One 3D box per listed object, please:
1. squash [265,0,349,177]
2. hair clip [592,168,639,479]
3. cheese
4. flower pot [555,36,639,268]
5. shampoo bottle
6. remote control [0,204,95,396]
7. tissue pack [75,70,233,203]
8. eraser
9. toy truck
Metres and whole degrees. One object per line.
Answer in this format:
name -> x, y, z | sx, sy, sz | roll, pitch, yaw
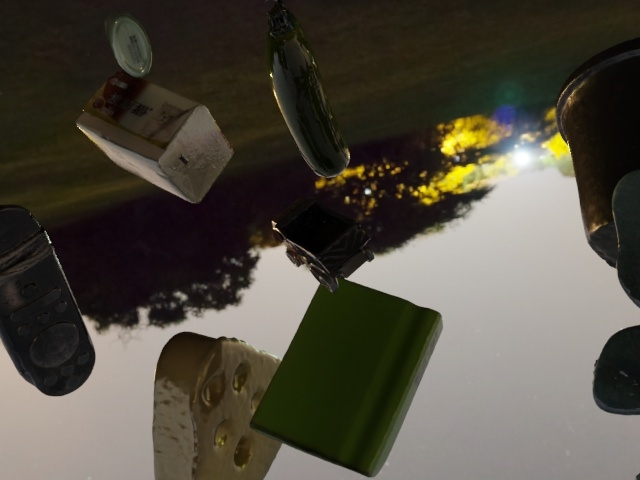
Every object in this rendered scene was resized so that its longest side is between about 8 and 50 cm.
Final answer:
squash -> -0.029, -0.233, 1.065 | 0.087, 0.331, 0.087 | -13, -142, 11
hair clip -> 0.468, 0.127, 0.710 | 0.392, 0.318, 0.238 | 23, -164, 16
cheese -> -0.174, 0.296, 1.144 | 0.104, 0.383, 0.384 | 8, -165, 25
flower pot -> 0.510, -0.092, 0.981 | 0.379, 0.251, 0.379 | 16, 161, 6
shampoo bottle -> -0.234, -0.246, 0.802 | 0.041, 0.069, 0.190 | -24, -150, -10
remote control -> -0.319, 0.066, 0.731 | 0.066, 0.265, 0.090 | 25, -133, 30
tissue pack -> -0.201, -0.128, 0.827 | 0.149, 0.099, 0.106 | 26, 165, 27
eraser -> 0.045, 0.209, 1.043 | 0.210, 0.274, 0.092 | 17, 157, 21
toy truck -> 0.000, 0.000, 0.964 | 0.083, 0.092, 0.192 | -40, -152, -11
